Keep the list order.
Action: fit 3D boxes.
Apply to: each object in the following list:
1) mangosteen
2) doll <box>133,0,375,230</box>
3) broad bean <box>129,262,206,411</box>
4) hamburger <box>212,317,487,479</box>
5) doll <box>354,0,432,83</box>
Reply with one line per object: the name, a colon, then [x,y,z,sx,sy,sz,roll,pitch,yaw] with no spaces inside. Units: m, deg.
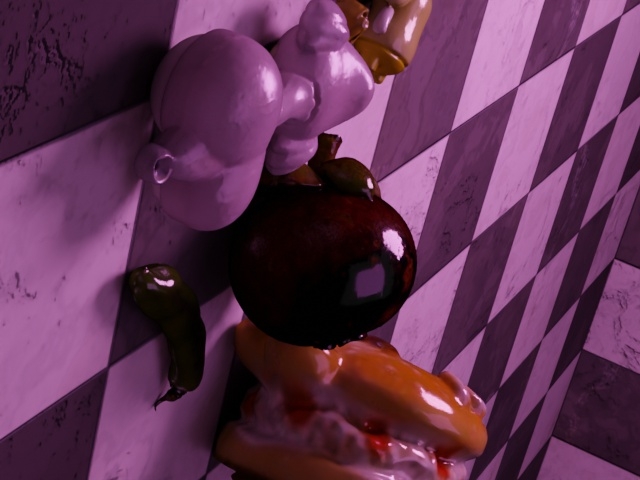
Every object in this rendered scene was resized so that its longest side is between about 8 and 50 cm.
mangosteen: [0.000,0.000,1.387,0.200,0.200,0.200,-53,157,-34]
doll: [-0.044,-0.108,1.222,0.365,0.094,0.160,-33,146,-58]
broad bean: [-0.127,0.075,1.303,0.069,0.039,0.227,-50,156,-26]
hamburger: [0.021,0.184,1.551,0.303,0.261,0.186,22,85,-31]
doll: [0.081,-0.230,1.461,0.162,0.062,0.106,-64,165,-5]
